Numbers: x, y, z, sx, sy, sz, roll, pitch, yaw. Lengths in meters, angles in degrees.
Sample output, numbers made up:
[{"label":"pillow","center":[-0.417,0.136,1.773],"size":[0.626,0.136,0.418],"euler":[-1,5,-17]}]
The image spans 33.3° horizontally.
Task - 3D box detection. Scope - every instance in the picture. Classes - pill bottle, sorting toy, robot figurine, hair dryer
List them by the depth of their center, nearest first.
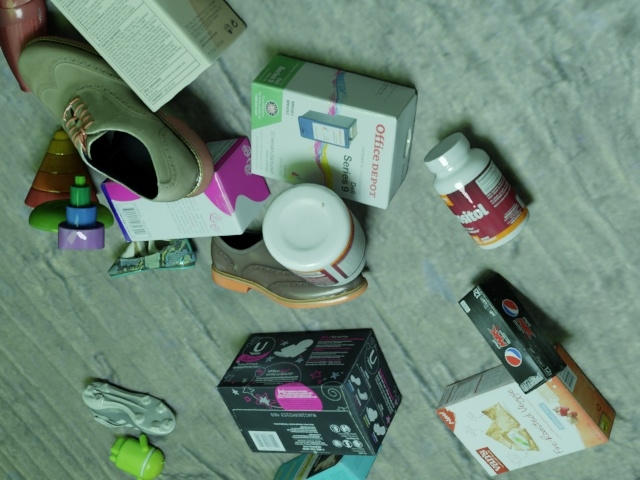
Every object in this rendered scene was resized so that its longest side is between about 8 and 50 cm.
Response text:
[{"label":"pill bottle","center":[0.209,-0.068,1.456],"size":[0.086,0.086,0.152],"euler":[-27,110,39]},{"label":"pill bottle","center":[0.000,0.000,1.523],"size":[0.121,0.121,0.221],"euler":[19,173,14]},{"label":"hair dryer","center":[-0.500,-0.359,1.624],"size":[0.224,0.080,0.293],"euler":[-9,116,51]},{"label":"sorting toy","center":[-0.385,-0.089,1.644],"size":[0.127,0.365,0.126],"euler":[-2,105,-19]},{"label":"robot figurine","center":[-0.369,0.444,2.174],"size":[0.115,0.067,0.101],"euler":[21,124,11]}]

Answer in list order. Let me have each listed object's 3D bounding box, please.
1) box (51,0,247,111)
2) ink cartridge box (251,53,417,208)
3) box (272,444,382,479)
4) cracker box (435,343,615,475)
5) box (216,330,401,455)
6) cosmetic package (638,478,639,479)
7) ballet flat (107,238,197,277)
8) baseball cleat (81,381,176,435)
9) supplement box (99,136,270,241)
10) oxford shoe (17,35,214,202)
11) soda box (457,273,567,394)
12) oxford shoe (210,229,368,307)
[{"label":"box","center":[-0.267,-0.347,1.459],"size":[0.148,0.121,0.311],"euler":[-29,109,40]},{"label":"ink cartridge box","center":[0.016,-0.151,1.488],"size":[0.212,0.093,0.154],"euler":[16,130,14]},{"label":"box","center":[-0.001,0.425,1.946],"size":[0.060,0.100,0.244],"euler":[45,132,-10]},{"label":"cracker box","center":[0.318,0.271,1.680],"size":[0.232,0.067,0.155],"euler":[-29,108,41]},{"label":"box","center":[-0.016,0.256,1.792],"size":[0.247,0.142,0.163],"euler":[-5,124,32]},{"label":"cosmetic package","center":[0.580,0.437,1.617],"size":[0.197,0.155,0.365],"euler":[29,132,1]},{"label":"ballet flat","center":[-0.288,0.023,1.813],"size":[0.188,0.070,0.070],"euler":[-8,121,30]},{"label":"baseball cleat","center":[-0.370,0.340,2.105],"size":[0.206,0.072,0.109],"euler":[23,146,16]},{"label":"supplement box","center":[-0.206,-0.077,1.648],"size":[0.220,0.114,0.111],"euler":[-2,123,30]},{"label":"oxford shoe","center":[-0.312,-0.177,1.518],"size":[0.348,0.130,0.123],"euler":[35,117,14]},{"label":"soda box","center":[0.278,0.135,1.558],"size":[0.169,0.060,0.053],"euler":[56,135,14]},{"label":"oxford shoe","center":[-0.057,0.036,1.674],"size":[0.271,0.097,0.098],"euler":[8,123,22]}]
